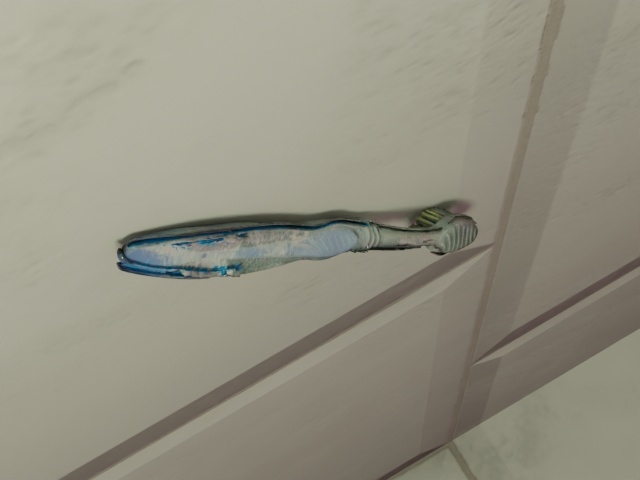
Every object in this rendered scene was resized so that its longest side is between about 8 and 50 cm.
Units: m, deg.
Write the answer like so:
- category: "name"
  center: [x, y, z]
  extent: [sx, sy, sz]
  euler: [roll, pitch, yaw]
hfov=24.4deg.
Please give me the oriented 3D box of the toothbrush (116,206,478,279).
- category: "toothbrush"
  center: [0.000, 0.000, 1.053]
  extent: [0.413, 0.042, 0.035]
  euler: [-5, 112, -55]
